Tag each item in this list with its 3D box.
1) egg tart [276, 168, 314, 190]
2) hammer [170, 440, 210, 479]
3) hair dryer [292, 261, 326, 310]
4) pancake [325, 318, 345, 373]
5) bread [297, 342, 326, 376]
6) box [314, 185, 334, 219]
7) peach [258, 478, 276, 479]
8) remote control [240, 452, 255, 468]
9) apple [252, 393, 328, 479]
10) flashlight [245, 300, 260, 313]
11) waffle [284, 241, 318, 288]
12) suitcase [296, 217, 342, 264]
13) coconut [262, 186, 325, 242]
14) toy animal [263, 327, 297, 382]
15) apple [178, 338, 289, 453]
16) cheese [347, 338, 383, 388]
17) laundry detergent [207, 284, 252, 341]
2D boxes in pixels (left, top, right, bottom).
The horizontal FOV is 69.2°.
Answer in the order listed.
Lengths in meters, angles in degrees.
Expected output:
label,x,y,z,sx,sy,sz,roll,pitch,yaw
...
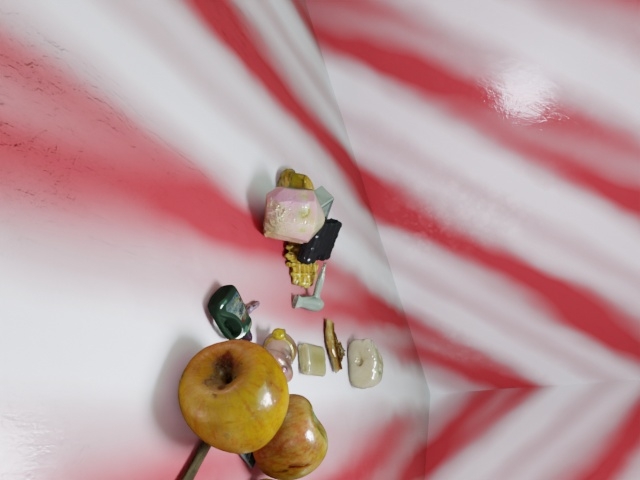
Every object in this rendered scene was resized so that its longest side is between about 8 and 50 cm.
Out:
label,x,y,z,sx,sy,sz,roll,pitch,yaw
egg tart,-0.100,-0.218,2.201,0.288,0.118,0.288,-13,90,-72
hammer,-0.327,0.590,1.311,0.365,0.043,0.111,-62,135,-60
hair dryer,-0.029,0.205,2.096,0.206,0.075,0.237,23,88,-58
pancake,0.088,0.533,2.337,0.244,0.057,0.266,37,45,-60
bread,-0.036,0.523,2.030,0.178,0.060,0.140,37,44,-58
box,-0.030,-0.125,2.095,0.086,0.129,0.225,45,-27,15
peach,-0.170,0.822,1.462,0.138,0.138,0.138,-12,90,-68
remote control,-0.242,0.681,1.499,0.053,0.017,0.124,-70,141,-54
apple,-0.110,0.657,1.546,0.264,0.264,0.264,-12,90,-68
flashlight,-0.251,0.241,1.690,0.031,0.052,0.110,41,16,4
waffle,-0.080,0.081,2.151,0.309,0.065,0.283,-77,148,-49
suitcase,0.001,0.000,2.101,0.285,0.066,0.206,-9,121,-68
coconut,-0.104,-0.099,1.871,0.233,0.245,0.233,-174,-90,-82
toy animal,-0.160,0.421,1.677,0.165,0.149,0.248,53,36,-15
apple,-0.234,0.436,1.294,0.275,0.299,0.299,81,12,-50
cheese,0.254,0.694,2.519,0.251,0.173,0.248,60,26,-49
laundry detergent,-0.286,0.266,1.534,0.144,0.078,0.222,-64,139,-55
